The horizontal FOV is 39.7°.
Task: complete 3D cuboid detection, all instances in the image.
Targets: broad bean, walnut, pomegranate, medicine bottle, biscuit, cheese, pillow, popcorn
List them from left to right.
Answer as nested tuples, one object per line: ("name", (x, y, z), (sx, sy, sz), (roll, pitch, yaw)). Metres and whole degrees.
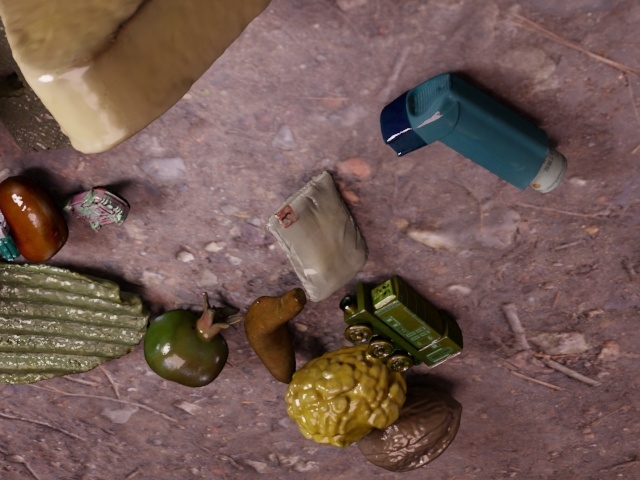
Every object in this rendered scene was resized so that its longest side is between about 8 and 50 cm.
("biscuit", (-0.386, -0.217, 1.184), (0.147, 0.046, 0.250), (-4, 140, 10))
("broad bean", (-0.448, -0.036, 1.382), (0.114, 0.084, 0.165), (13, 143, 25))
("cheese", (-0.218, -0.270, 0.951), (0.383, 0.384, 0.104), (-13, 133, 20))
("pomegranate", (-0.227, 0.175, 1.603), (0.152, 0.131, 0.191), (25, 118, -24))
("pillow", (0.000, 0.000, 1.381), (0.128, 0.051, 0.229), (-42, 139, -12))
("popcorn", (0.042, 0.277, 1.669), (0.200, 0.203, 0.226), (38, 92, -23))
("walnut", (0.177, 0.371, 1.775), (0.230, 0.178, 0.178), (-24, 134, 15))
("medicine bottle", (0.213, -0.136, 1.203), (0.258, 0.079, 0.124), (24, 134, -24))

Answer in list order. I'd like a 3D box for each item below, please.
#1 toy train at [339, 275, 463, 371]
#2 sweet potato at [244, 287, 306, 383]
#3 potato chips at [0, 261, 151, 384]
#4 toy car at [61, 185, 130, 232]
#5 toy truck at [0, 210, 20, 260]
("toy train", (0.138, 0.148, 1.560), (0.137, 0.090, 0.225), (-31, 130, 27))
("sweet potato", (-0.081, 0.153, 1.572), (0.108, 0.079, 0.346), (22, 149, 8))
("potato chips", (-0.521, 0.149, 1.634), (0.429, 0.070, 0.358), (2, 139, 2))
("toy car", (-0.347, -0.054, 1.374), (0.069, 0.055, 0.142), (35, 154, -30))
("toy truck", (-0.520, -0.007, 1.459), (0.039, 0.044, 0.083), (-4, 141, 5))
